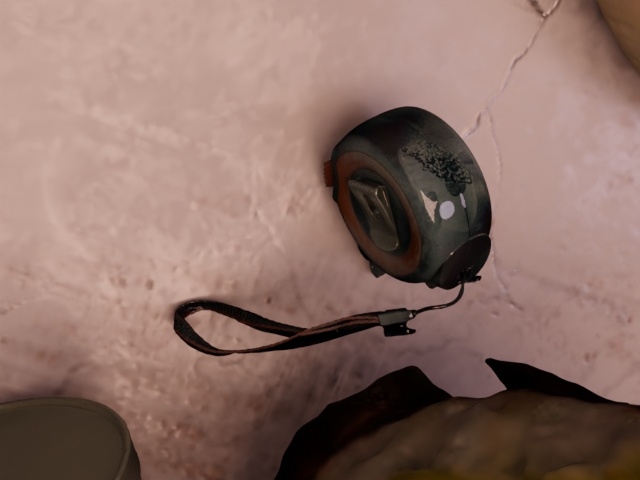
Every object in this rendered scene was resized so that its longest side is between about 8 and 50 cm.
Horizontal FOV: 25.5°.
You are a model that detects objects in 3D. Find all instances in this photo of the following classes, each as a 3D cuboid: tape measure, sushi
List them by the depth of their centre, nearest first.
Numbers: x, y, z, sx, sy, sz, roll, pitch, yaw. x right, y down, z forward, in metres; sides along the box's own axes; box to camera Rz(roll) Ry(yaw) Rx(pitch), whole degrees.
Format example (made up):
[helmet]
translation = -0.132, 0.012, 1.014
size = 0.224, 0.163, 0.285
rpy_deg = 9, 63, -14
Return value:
[sushi]
translation = 0.117, 0.234, 0.741
size = 0.281, 0.299, 0.294
rpy_deg = -51, 139, -10
[tape measure]
translation = 0.001, 0.002, 0.776
size = 0.180, 0.104, 0.107
rpy_deg = -23, 113, -11

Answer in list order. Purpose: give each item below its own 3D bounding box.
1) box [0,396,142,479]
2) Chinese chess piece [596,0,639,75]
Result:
[box]
translation = -0.177, 0.199, 0.712
size = 0.226, 0.226, 0.149
rpy_deg = -23, 110, -10
[Chinese chess piece]
translation = 0.308, -0.206, 0.796
size = 0.338, 0.140, 0.338
rpy_deg = -4, 105, -15
